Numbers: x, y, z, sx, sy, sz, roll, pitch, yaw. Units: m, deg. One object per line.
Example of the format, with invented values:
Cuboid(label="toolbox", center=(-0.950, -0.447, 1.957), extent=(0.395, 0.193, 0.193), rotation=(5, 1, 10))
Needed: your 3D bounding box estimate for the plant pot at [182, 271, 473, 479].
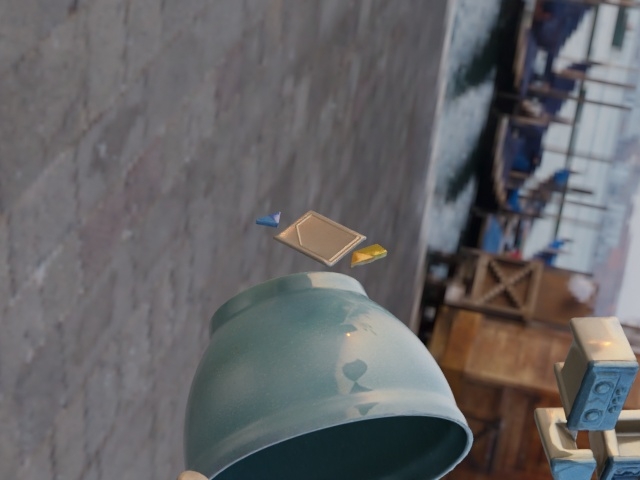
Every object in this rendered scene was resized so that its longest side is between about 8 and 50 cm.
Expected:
Cuboid(label="plant pot", center=(-0.013, 0.155, 1.390), extent=(0.293, 0.293, 0.196), rotation=(80, -6, -62))

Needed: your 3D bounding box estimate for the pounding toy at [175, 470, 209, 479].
Cuboid(label="pounding toy", center=(-0.114, 0.275, 1.011), extent=(0.206, 0.181, 0.094), rotation=(-88, -157, -56))

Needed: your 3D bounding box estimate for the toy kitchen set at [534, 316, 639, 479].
Cuboid(label="toy kitchen set", center=(0.305, 0.158, 1.147), extent=(0.122, 0.207, 0.166), rotation=(-102, -164, -46))

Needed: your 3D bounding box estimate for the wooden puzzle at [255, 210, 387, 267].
Cuboid(label="wooden puzzle", center=(0.000, 0.000, 1.323), extent=(0.078, 0.116, 0.014), rotation=(-27, 138, -43))
